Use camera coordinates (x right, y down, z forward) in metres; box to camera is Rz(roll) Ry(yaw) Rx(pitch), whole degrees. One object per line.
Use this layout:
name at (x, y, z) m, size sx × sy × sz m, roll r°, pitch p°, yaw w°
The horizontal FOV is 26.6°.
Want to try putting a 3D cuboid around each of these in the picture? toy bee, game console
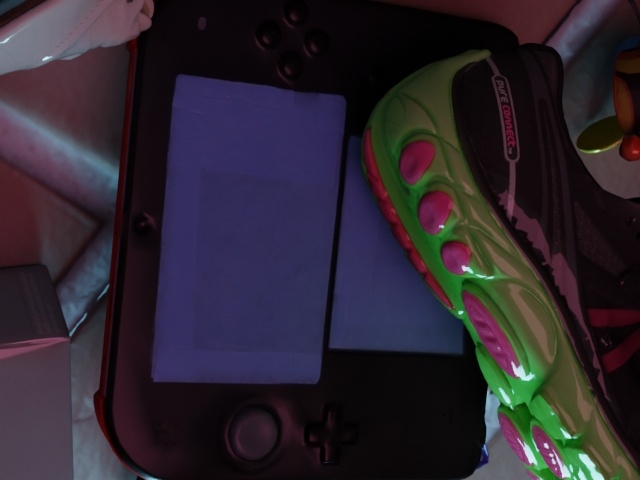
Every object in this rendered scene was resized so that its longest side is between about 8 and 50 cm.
toy bee at (0.287, -0.115, 1.145) m, size 0.298 × 0.162 × 0.195 m, roll 27°, pitch 149°, yaw -23°
game console at (0.000, 0.000, 1.070) m, size 0.342 × 0.060 × 0.386 m, roll 5°, pitch 92°, yaw -23°

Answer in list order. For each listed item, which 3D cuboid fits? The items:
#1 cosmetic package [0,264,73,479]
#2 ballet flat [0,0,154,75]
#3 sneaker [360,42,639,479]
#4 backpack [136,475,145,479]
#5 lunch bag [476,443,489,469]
cosmetic package at (-0.256, 0.151, 1.093) m, size 0.107 × 0.127 × 0.238 m, roll -3°, pitch 120°, yaw -20°
ballet flat at (-0.126, -0.216, 0.929) m, size 0.400 × 0.139 × 0.139 m, roll -40°, pitch 125°, yaw 9°
sneaker at (0.219, 0.061, 1.064) m, size 0.202 × 0.185 × 0.483 m, roll -34°, pitch 111°, yaw -14°
backpack at (-0.082, 0.216, 1.173) m, size 0.144 × 0.166 × 0.188 m, roll 0°, pitch 120°, yaw -23°
lunch bag at (0.056, 0.160, 1.221) m, size 0.151 × 0.129 × 0.096 m, roll -19°, pitch 122°, yaw -11°
